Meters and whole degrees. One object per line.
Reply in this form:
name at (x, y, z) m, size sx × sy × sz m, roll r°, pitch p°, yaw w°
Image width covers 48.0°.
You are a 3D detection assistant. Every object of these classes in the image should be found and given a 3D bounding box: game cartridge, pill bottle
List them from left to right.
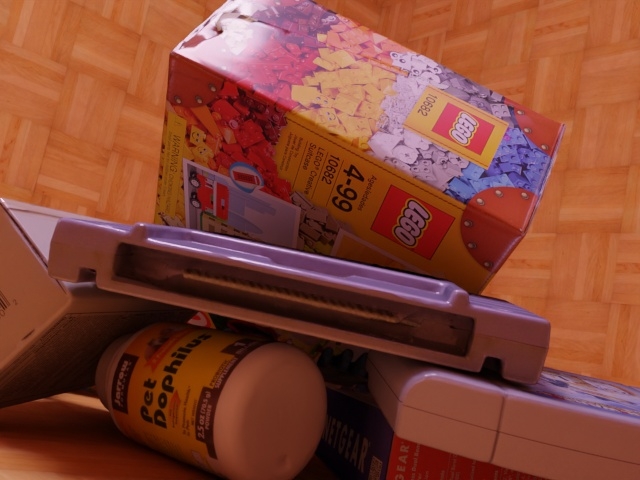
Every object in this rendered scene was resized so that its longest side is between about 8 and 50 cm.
pill bottle at (-0.106, 0.135, 0.633) m, size 0.215 × 0.117 × 0.117 m, roll 3°, pitch -13°, yaw 43°
game cartridge at (-0.009, 0.038, 0.603) m, size 0.354 × 0.068 × 0.230 m, roll 12°, pitch 4°, yaw 7°
game cartridge at (0.191, 0.136, 0.546) m, size 0.297 × 0.062 × 0.198 m, roll 13°, pitch -4°, yaw -4°

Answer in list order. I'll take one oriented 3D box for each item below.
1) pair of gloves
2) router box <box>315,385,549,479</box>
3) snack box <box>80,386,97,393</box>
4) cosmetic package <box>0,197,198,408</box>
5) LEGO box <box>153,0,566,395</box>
pair of gloves at (-0.018, 0.123, 0.726) m, size 0.198 × 0.023 × 0.159 m, roll 16°, pitch -20°, yaw -3°
router box at (0.167, 0.224, 0.720) m, size 0.301 × 0.082 × 0.335 m, roll 13°, pitch -9°, yaw -7°
snack box at (-0.351, 0.155, 0.983) m, size 0.141 × 0.037 × 0.100 m, roll 12°, pitch -54°, yaw -1°
cosmetic package at (-0.246, 0.066, 0.708) m, size 0.113 × 0.160 × 0.309 m, roll 50°, pitch 5°, yaw 10°
LEGO box at (0.000, 0.000, 0.891) m, size 0.372 × 0.193 × 0.500 m, roll 28°, pitch -40°, yaw 6°
